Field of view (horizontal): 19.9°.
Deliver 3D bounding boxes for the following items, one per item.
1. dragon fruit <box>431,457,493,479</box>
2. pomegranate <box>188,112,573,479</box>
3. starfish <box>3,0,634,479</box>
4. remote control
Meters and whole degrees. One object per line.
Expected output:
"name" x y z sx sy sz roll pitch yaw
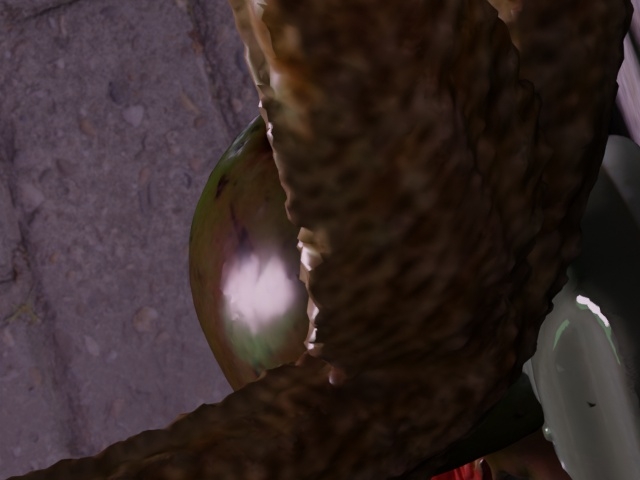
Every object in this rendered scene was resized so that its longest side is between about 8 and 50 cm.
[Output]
"dragon fruit" 0.082 0.067 1.006 0.172 0.172 0.209 69 -174 -47
"pomegranate" 0.055 0.030 0.725 0.224 0.181 0.181 50 -169 -20
"starfish" 0.010 0.005 0.439 0.327 0.094 0.375 -34 -27 -62
"remote control" 0.128 0.133 0.611 0.128 0.065 0.335 -95 -13 -65
